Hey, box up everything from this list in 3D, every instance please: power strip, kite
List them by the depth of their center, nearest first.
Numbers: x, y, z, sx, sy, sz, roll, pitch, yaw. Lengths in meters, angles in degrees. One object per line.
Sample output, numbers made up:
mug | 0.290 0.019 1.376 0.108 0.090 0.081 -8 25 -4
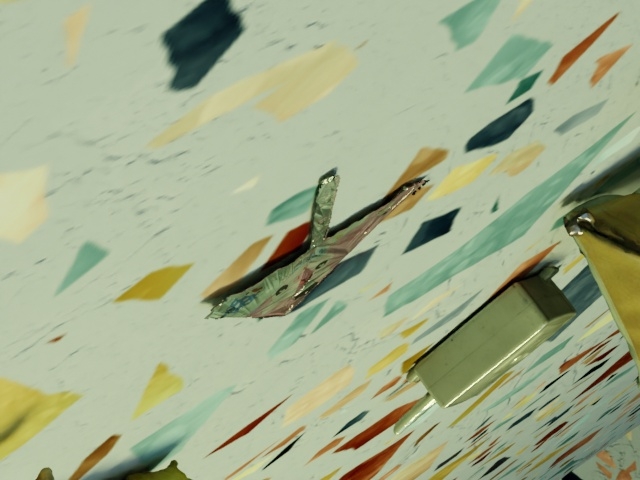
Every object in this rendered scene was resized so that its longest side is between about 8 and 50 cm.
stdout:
kite | 0.000 0.000 0.784 0.137 0.005 0.152 -32 165 -27
power strip | 0.114 0.088 1.248 0.175 0.042 0.075 -43 166 23

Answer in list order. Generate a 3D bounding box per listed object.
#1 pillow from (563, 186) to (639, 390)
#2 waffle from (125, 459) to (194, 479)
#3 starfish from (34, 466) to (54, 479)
pillow | 0.334 0.041 1.172 0.310 0.312 0.119 -33 -157 -23
waffle | -0.193 0.224 0.932 0.229 0.057 0.219 -43 164 28
starfish | -0.272 0.228 0.632 0.398 0.132 0.384 -58 164 23
